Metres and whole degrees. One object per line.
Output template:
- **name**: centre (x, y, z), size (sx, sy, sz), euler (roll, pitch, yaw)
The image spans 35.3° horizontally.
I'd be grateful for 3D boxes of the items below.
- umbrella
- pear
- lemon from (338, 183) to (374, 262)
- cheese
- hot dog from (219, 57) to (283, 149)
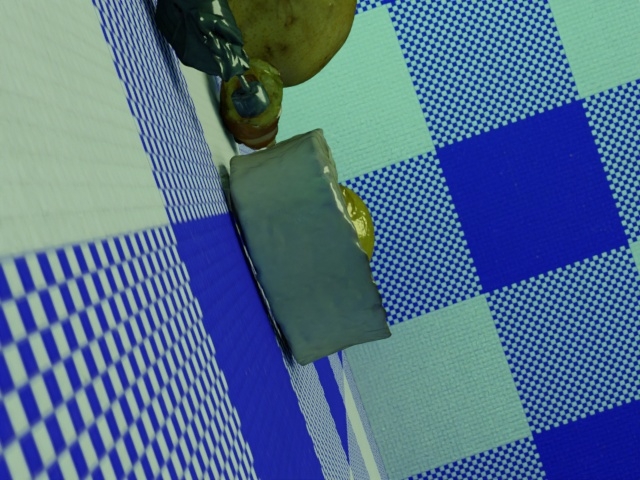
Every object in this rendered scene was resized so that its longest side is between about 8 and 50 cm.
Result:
- **umbrella**: centre (-0.158, -0.293, 1.179), size (0.143, 0.094, 0.349), euler (-76, 146, -52)
- **pear**: centre (-0.082, -0.412, 1.739), size (0.314, 0.314, 0.314), euler (-19, 90, -89)
- **lemon**: centre (0.000, 0.000, 1.694), size (0.187, 0.186, 0.244), euler (-108, -150, -46)
- **cheese**: centre (-0.022, 0.000, 1.422), size (0.292, 0.153, 0.332), euler (-107, 179, -56)
- **hot dog**: centre (-0.122, -0.217, 1.663), size (0.123, 0.093, 0.261), euler (62, -17, 19)
